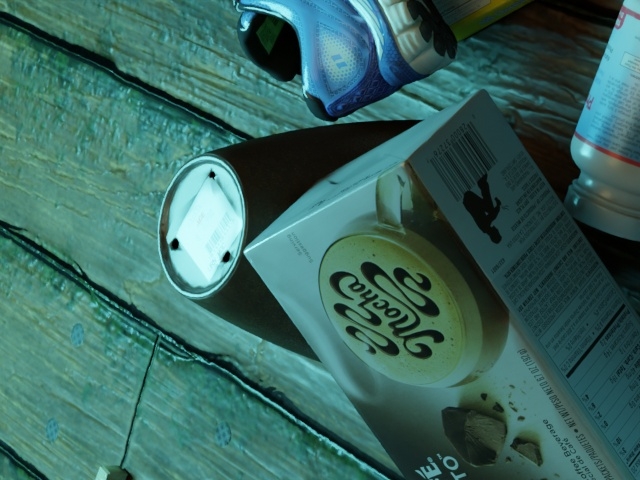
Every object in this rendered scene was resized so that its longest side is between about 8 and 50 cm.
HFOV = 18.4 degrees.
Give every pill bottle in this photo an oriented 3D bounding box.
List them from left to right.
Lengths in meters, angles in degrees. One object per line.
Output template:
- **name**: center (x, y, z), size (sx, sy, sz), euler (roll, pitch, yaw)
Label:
- **pill bottle**: center (0.225, -0.085, 1.360), size (0.087, 0.087, 0.160), euler (34, 109, 46)

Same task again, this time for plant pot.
- **plant pot**: center (0.000, 0.000, 1.496), size (0.215, 0.230, 0.215), euler (-9, 78, 47)

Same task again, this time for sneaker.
- **sneaker**: center (-0.018, -0.218, 1.574), size (0.147, 0.130, 0.330), euler (-36, 43, 11)

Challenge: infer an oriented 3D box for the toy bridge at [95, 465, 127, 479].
- **toy bridge**: center (-0.158, 0.276, 1.793), size (0.188, 0.026, 0.063), euler (38, 114, 45)

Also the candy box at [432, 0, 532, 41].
- **candy box**: center (0.157, -0.236, 1.503), size (0.206, 0.027, 0.105), euler (-25, 64, 44)

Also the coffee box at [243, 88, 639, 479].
- **coffee box**: center (0.111, 0.072, 1.335), size (0.168, 0.119, 0.297), euler (-27, 101, 42)
